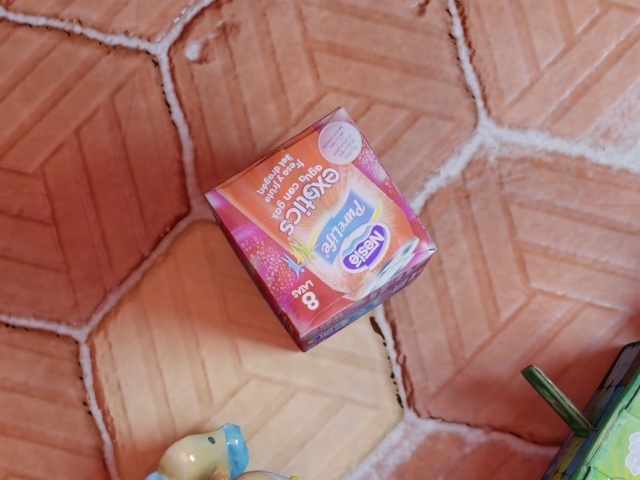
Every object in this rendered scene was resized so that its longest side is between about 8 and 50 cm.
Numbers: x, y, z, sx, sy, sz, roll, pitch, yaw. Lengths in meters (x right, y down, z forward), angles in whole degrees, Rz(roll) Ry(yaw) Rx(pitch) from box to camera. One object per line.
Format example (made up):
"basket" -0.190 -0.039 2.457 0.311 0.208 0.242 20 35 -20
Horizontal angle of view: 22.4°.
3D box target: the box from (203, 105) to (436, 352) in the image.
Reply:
"box" 0.000 0.000 1.250 0.122 0.257 0.128 -34 85 -3

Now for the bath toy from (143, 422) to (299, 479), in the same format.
"bath toy" 0.005 0.287 1.239 0.129 0.151 0.348 -26 53 -38

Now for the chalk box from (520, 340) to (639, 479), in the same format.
"chalk box" 0.274 0.194 1.268 0.289 0.180 0.179 31 86 5
